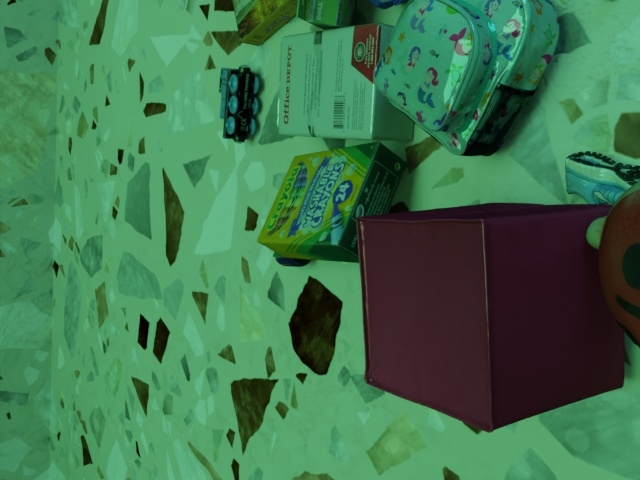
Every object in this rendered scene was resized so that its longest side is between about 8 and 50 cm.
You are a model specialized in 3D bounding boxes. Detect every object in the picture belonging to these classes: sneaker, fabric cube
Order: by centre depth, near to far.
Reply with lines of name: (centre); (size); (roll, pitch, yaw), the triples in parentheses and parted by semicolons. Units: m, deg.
sneaker: (0.405, -0.064, 0.858); (0.162, 0.064, 0.073); (38, 139, 45)
fabric cube: (0.229, 0.082, 0.875); (0.259, 0.258, 0.253); (6, 102, 58)

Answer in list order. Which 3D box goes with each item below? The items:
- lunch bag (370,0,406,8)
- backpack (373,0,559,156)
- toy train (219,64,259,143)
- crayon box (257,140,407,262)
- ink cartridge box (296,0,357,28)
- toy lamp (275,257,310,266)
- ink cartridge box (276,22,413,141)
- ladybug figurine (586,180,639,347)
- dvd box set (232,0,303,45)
lunch bag: (0.121, -0.603, 0.985); (0.328, 0.239, 0.385); (-22, 108, 46)
backpack: (0.218, -0.280, 0.957); (0.225, 0.191, 0.253); (51, 123, 35)
toy train: (-0.198, -0.328, 1.516); (0.105, 0.080, 0.184); (28, 117, 55)
crayon box: (-0.001, -0.067, 1.211); (0.323, 0.083, 0.203); (0, 64, 56)
ink cartridge box: (0.018, -0.447, 1.154); (0.062, 0.209, 0.108); (11, 105, 11)
toy lamp: (0.000, 0.000, 1.306); (0.275, 0.080, 0.080); (-23, 76, 49)
ink cartridge box: (0.045, -0.293, 1.202); (0.273, 0.114, 0.196); (14, 104, 47)
ladybug figurine: (0.471, 0.077, 0.626); (0.450, 0.162, 0.305); (24, 142, 43)
dvd box set: (-0.064, -0.650, 1.340); (0.421, 0.062, 0.307); (-19, 79, 49)
